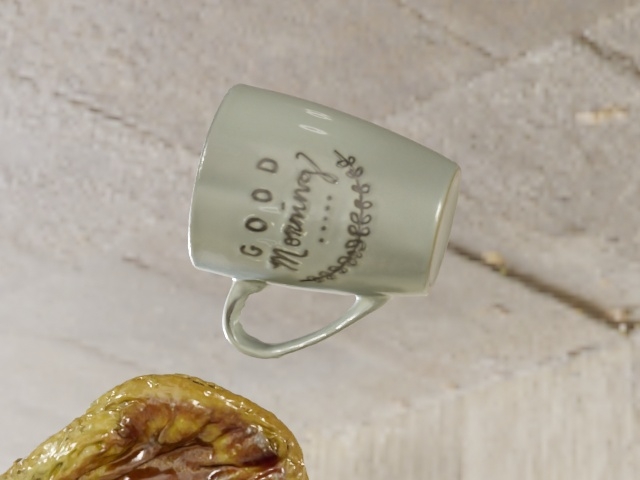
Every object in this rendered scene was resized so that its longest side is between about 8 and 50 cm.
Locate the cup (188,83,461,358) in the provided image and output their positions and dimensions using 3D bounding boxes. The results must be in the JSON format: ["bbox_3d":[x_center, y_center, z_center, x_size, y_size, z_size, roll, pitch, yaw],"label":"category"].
[{"bbox_3d":[0.000,0.000,1.611,0.234,0.258,0.186,16,-170,9],"label":"cup"}]

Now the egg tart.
[{"bbox_3d":[-0.186,0.309,1.974,0.351,0.153,0.339,-44,101,10],"label":"egg tart"}]
